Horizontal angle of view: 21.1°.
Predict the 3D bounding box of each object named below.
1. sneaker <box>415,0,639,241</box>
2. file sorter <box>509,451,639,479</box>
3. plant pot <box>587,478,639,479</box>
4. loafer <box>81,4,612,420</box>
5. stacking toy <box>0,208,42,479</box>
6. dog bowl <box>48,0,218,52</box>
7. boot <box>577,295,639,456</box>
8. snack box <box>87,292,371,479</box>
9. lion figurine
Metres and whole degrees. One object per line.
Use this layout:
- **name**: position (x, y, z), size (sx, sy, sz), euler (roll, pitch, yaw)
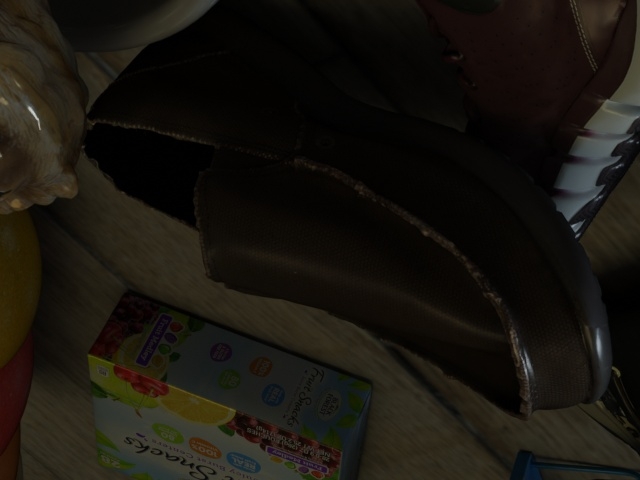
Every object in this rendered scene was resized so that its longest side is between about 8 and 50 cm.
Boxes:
- **sneaker**: position (0.097, -0.091, 0.899), size (0.162, 0.106, 0.281), euler (33, 142, 10)
- **file sorter**: position (0.198, 0.257, 1.265), size (0.104, 0.118, 0.170), euler (3, 140, 27)
- **plant pot**: position (0.269, 0.282, 1.003), size (0.236, 0.212, 0.236), euler (30, 162, -27)
- **loafer**: position (0.000, 0.000, 0.920), size (0.366, 0.130, 0.134), euler (33, 149, 40)
- **stacking toy**: position (-0.302, 0.037, 1.213), size (0.350, 0.350, 0.480), euler (32, 128, -8)
- **dog bowl**: position (-0.160, -0.236, 0.855), size (0.349, 0.102, 0.349), euler (18, 145, 13)
- **boot**: position (0.259, 0.103, 1.015), size (0.236, 0.085, 0.178), euler (37, 159, -9)
- **snack box**: position (-0.071, 0.145, 1.336), size (0.207, 0.070, 0.174), euler (21, 146, 10)
- **lion figurine**: position (-0.295, -0.154, 0.872), size (0.392, 0.142, 0.240), euler (27, 157, 26)
